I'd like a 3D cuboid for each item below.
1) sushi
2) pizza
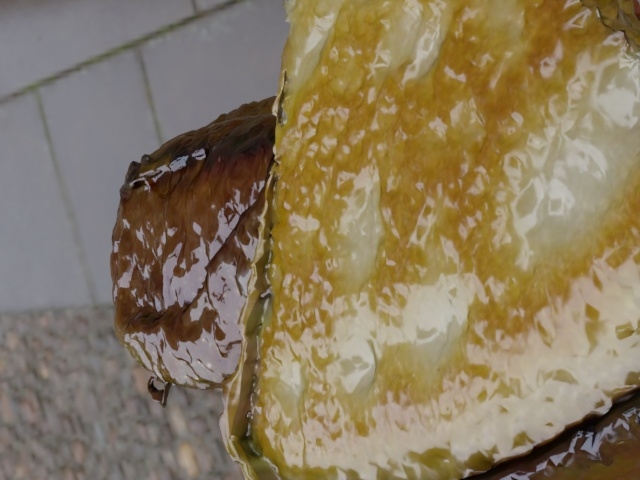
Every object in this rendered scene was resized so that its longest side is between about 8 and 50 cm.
[{"bbox_3d":[-0.002,-0.002,0.717,0.296,0.179,0.167,-15,75,59],"label":"sushi"},{"bbox_3d":[0.033,-0.015,0.504,0.251,0.074,0.288,-53,46,31],"label":"pizza"}]
